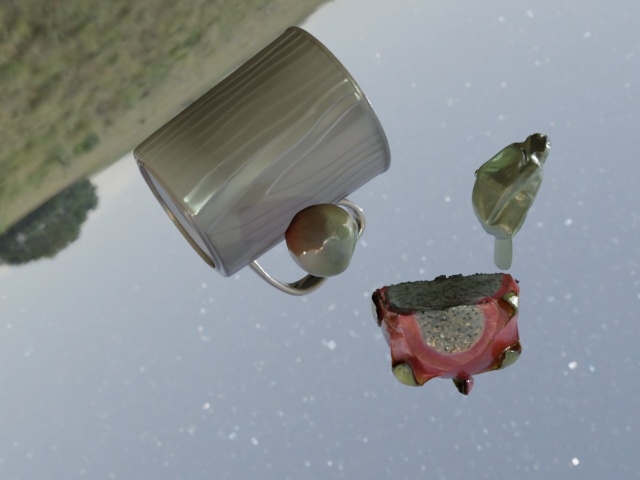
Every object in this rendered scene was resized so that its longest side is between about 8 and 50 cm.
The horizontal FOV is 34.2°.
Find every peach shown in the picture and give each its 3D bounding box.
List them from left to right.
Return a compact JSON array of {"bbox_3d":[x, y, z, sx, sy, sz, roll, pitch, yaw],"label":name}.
[{"bbox_3d":[0.002,-0.001,1.137,0.083,0.083,0.083,-34,-169,8],"label":"peach"}]

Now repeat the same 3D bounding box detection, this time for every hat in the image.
[{"bbox_3d":[0.234,-0.049,1.315,0.081,0.166,0.122,15,-133,17],"label":"hat"}]

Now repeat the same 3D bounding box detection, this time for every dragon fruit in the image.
[{"bbox_3d":[0.070,0.053,0.566,0.083,0.060,0.056,-7,-160,8],"label":"dragon fruit"}]

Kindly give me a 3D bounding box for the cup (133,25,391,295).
[{"bbox_3d":[-0.064,-0.089,1.342,0.273,0.288,0.208,-37,-128,-12],"label":"cup"}]
